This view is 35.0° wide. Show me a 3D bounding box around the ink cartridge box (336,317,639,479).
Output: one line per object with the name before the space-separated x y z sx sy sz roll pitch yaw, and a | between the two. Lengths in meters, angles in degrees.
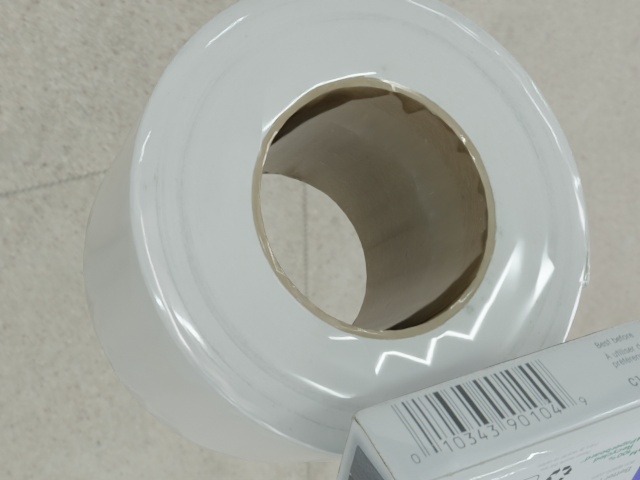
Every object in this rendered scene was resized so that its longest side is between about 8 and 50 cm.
ink cartridge box | 0.094 0.118 0.421 0.206 0.045 0.208 -14 137 -25

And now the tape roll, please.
tape roll | 0.000 0.000 0.567 0.246 0.169 0.246 5 76 -19
